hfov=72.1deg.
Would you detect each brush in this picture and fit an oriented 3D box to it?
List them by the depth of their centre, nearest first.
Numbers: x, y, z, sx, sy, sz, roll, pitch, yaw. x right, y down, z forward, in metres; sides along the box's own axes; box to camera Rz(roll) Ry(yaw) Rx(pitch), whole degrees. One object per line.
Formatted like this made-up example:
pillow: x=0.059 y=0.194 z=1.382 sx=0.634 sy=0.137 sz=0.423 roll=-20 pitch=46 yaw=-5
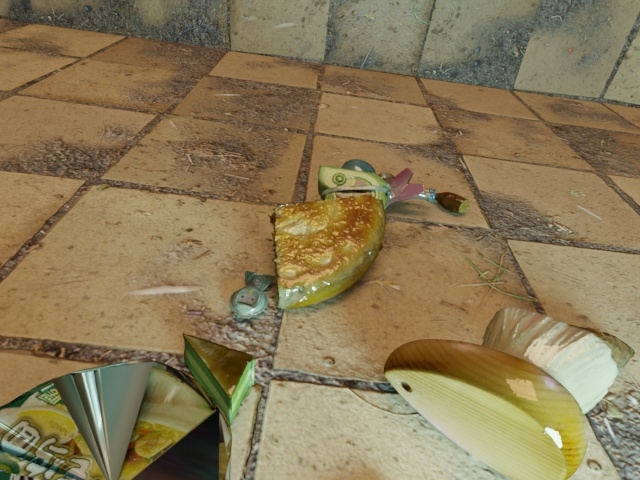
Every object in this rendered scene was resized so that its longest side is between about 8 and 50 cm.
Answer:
brush: x=0.231 y=0.183 z=0.602 sx=0.267 sy=0.174 sz=0.166 roll=20 pitch=46 yaw=35

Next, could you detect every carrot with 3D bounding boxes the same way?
carrot: x=0.426 y=0.187 z=0.737 sx=0.263 sy=0.102 sz=0.102 roll=5 pitch=34 yaw=-15

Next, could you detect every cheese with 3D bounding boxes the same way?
cheese: x=-0.124 y=0.097 z=0.787 sx=0.067 sy=0.026 sz=0.120 roll=11 pitch=34 yaw=3

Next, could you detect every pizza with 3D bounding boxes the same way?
pizza: x=0.000 y=0.000 z=0.874 sx=0.226 sy=0.086 sz=0.335 roll=30 pitch=54 yaw=19

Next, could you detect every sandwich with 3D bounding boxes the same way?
sandwich: x=-0.158 y=0.189 z=0.606 sx=0.116 sy=0.074 sz=0.074 roll=15 pitch=35 yaw=11

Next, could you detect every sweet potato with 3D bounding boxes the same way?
sweet potato: x=0.332 y=-0.105 z=1.159 sx=0.117 sy=0.049 sz=0.049 roll=24 pitch=37 yaw=31

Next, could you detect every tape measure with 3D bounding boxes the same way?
tape measure: x=0.076 y=-0.094 z=1.023 sx=0.177 sy=0.087 sz=0.154 roll=6 pitch=63 yaw=3

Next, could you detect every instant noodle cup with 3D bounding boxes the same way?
instant noodle cup: x=-0.196 y=0.258 z=0.408 sx=0.240 sy=0.178 sz=0.240 roll=6 pitch=35 yaw=-4

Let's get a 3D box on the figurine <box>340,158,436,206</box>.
figurine: x=0.171 y=-0.155 z=1.143 sx=0.260 sy=0.103 sz=0.205 roll=11 pitch=35 yaw=7
